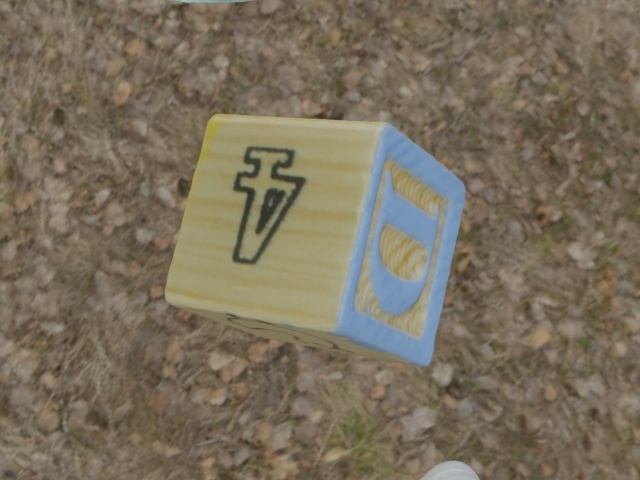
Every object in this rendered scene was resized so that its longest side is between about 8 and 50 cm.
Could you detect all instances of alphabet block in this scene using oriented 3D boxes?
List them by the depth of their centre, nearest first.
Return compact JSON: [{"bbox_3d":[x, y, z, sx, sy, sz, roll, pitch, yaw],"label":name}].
[{"bbox_3d":[0.000,0.000,1.025,0.192,0.197,0.193,30,71,-54],"label":"alphabet block"}]

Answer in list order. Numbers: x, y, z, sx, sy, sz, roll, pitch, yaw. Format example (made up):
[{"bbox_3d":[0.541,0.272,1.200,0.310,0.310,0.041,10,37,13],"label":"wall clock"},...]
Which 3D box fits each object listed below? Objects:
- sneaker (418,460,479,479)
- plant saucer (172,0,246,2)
[{"bbox_3d":[0.096,0.401,1.221,0.108,0.169,0.292,35,96,-14],"label":"sneaker"},{"bbox_3d":[-0.129,-0.319,1.250,0.195,0.037,0.195,1,27,0],"label":"plant saucer"}]
